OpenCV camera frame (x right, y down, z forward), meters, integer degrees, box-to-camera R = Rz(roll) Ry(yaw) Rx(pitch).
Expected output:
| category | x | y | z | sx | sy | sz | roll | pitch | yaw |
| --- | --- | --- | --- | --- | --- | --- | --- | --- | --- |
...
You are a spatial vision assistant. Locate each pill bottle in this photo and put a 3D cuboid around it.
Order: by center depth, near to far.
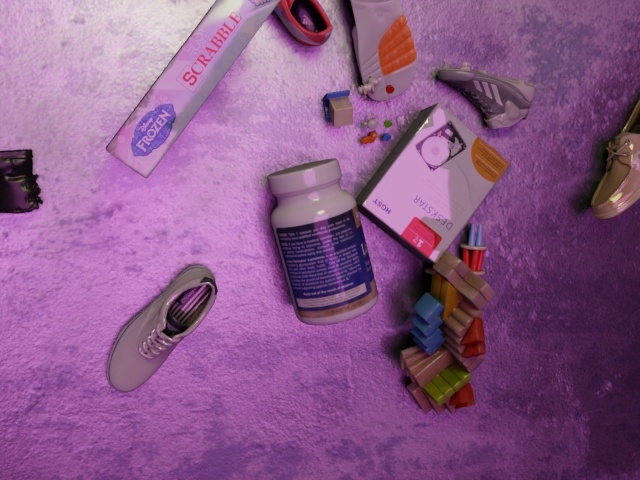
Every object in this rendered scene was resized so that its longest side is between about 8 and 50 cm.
| category | x | y | z | sx | sy | sz | roll | pitch | yaw |
| --- | --- | --- | --- | --- | --- | --- | --- | --- | --- |
| pill bottle | 0.000 | 0.000 | 1.104 | 0.153 | 0.153 | 0.264 | -18 | 103 | -14 |

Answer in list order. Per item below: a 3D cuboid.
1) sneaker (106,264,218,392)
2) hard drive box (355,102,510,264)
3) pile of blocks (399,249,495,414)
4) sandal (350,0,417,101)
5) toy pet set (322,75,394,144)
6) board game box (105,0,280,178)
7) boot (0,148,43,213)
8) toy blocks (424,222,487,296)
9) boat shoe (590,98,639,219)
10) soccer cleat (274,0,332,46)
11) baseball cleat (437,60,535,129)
| category | x | y | z | sx | sy | sz | roll | pitch | yaw |
| --- | --- | --- | --- | --- | --- | --- | --- | --- | --- |
| sneaker | -0.271 | 0.150 | 1.076 | 0.094 | 0.091 | 0.258 | 37 | 86 | -19 |
| hard drive box | 0.202 | -0.102 | 1.174 | 0.181 | 0.089 | 0.232 | 37 | 87 | -10 |
| pile of blocks | 0.238 | 0.202 | 1.171 | 0.149 | 0.113 | 0.362 | -17 | 123 | -22 |
| sandal | 0.102 | -0.380 | 1.112 | 0.102 | 0.076 | 0.265 | -13 | 117 | 1 |
| toy pet set | 0.067 | -0.237 | 1.142 | 0.114 | 0.065 | 0.122 | -11 | 140 | -9 |
| board game box | -0.187 | -0.239 | 0.926 | 0.066 | 0.319 | 0.318 | 37 | 86 | -18 |
| boot | -0.501 | -0.091 | 0.997 | 0.121 | 0.045 | 0.099 | -5 | 103 | -17 |
| toy blocks | 0.264 | 0.040 | 1.244 | 0.123 | 0.054 | 0.148 | 1 | 96 | -15 |
| boat shoe | 0.628 | -0.177 | 1.298 | 0.098 | 0.109 | 0.302 | 39 | 80 | -13 |
| soccer cleat | -0.073 | -0.423 | 1.049 | 0.083 | 0.095 | 0.248 | -47 | 108 | -6 |
| baseball cleat | 0.310 | -0.268 | 1.203 | 0.206 | 0.072 | 0.109 | 7 | 103 | -14 |
